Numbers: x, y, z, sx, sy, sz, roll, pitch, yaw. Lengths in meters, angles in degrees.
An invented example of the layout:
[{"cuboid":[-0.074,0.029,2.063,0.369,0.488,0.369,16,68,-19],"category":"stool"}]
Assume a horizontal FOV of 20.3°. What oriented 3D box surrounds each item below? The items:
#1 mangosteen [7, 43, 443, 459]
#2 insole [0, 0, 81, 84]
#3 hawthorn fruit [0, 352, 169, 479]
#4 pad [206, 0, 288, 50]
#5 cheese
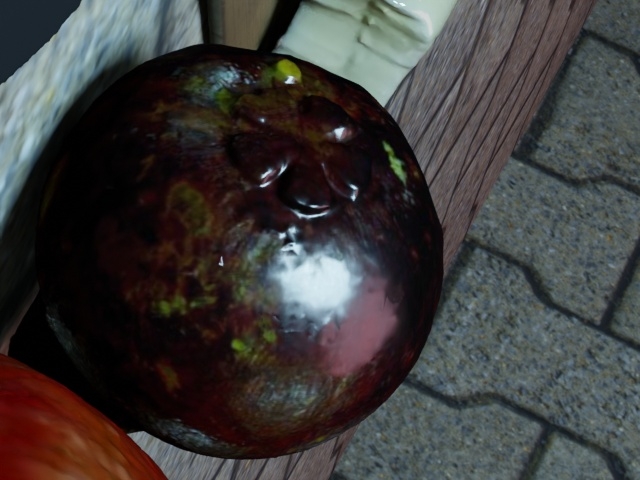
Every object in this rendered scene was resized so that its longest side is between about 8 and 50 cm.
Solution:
[{"cuboid":[-0.040,0.014,0.707,0.184,0.172,0.172,-46,-178,31],"category":"mangosteen"},{"cuboid":[-0.055,-0.142,0.572,0.232,0.003,0.080,-57,160,-18],"category":"insole"},{"cuboid":[-0.112,0.110,0.423,0.230,0.210,0.266,-31,130,-63],"category":"hawthorn fruit"},{"cuboid":[0.020,-0.231,0.780,0.284,0.018,0.286,-61,172,-17],"category":"pad"},{"cuboid":[0.032,-0.136,0.936,0.163,0.071,0.249,-54,-173,48],"category":"cheese"}]
